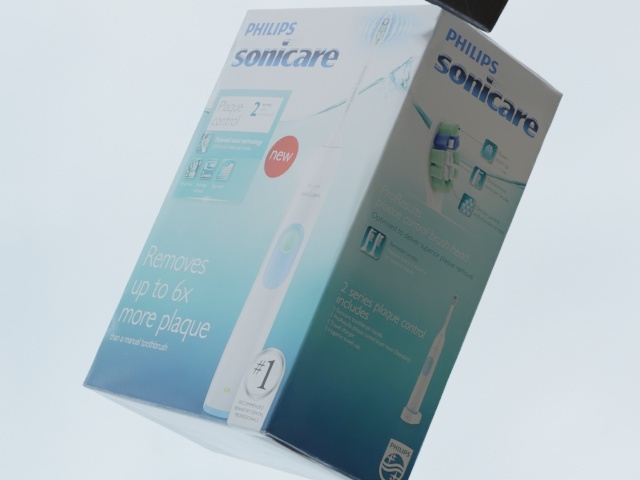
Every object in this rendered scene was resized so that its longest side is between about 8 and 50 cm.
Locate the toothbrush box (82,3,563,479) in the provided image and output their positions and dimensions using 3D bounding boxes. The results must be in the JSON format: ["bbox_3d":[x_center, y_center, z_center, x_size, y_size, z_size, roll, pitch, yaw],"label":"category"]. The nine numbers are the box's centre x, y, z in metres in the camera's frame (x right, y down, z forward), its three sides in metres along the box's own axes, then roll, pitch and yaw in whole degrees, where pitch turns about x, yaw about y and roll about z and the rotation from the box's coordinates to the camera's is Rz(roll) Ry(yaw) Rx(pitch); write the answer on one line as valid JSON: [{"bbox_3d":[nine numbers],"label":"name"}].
[{"bbox_3d":[0.000,0.000,1.310,0.126,0.216,0.295,33,-104,-35],"label":"toothbrush box"}]

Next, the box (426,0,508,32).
[{"bbox_3d":[0.095,-0.275,1.111,0.143,0.165,0.270,27,-77,-6],"label":"box"}]
